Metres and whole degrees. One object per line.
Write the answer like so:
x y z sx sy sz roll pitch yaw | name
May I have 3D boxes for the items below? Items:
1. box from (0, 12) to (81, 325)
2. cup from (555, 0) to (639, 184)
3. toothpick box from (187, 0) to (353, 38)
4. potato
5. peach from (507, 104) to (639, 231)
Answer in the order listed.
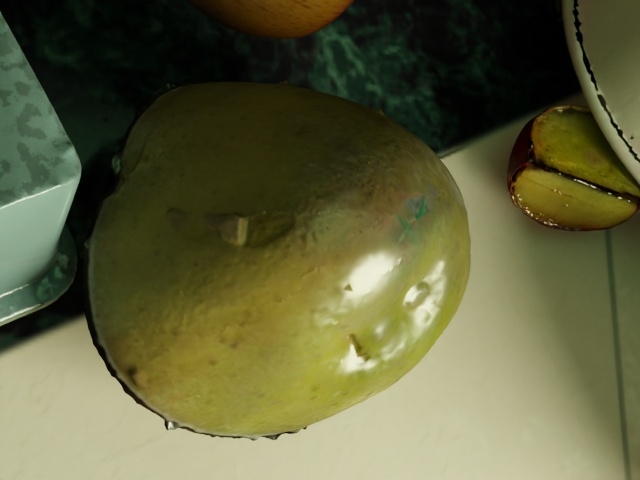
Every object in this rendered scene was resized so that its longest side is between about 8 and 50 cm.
-0.218 -0.024 0.577 0.227 0.130 0.162 -23 76 -31 | box
0.309 -0.150 0.760 0.253 0.274 0.253 14 61 -28 | cup
-0.107 -0.215 0.653 0.294 0.192 0.192 23 68 -26 | toothpick box
0.000 0.000 0.652 0.202 0.117 0.182 -1 81 -46 | potato
0.142 -0.036 0.791 0.083 0.050 0.077 -27 79 -44 | peach
